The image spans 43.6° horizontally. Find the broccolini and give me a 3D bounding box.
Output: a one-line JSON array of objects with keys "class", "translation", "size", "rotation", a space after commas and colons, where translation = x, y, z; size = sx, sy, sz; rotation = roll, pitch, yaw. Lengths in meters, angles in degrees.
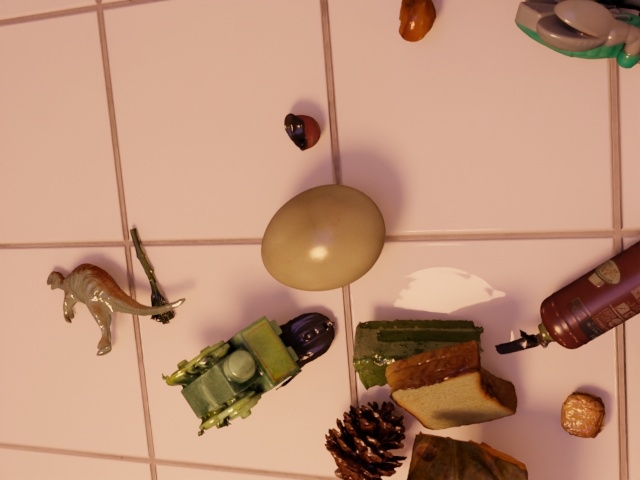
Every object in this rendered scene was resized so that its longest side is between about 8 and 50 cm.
[{"class": "broccolini", "translation": [-0.362, 0.075, 1.713], "size": [0.042, 0.044, 0.218], "rotation": [-18, 87, 39]}]

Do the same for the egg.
[{"class": "egg", "translation": [0.000, 0.000, 1.462], "size": [0.254, 0.188, 0.188], "rotation": [-25, 89, 30]}]

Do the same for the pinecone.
[{"class": "pinecone", "translation": [0.091, 0.383, 1.520], "size": [0.174, 0.173, 0.173], "rotation": [4, 101, 22]}]

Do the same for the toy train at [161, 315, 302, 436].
[{"class": "toy train", "translation": [-0.172, 0.262, 1.549], "size": [0.159, 0.188, 0.272], "rotation": [56, 144, 5]}]

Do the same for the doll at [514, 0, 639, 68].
[{"class": "doll", "translation": [0.444, -0.360, 1.255], "size": [0.258, 0.195, 0.153], "rotation": [3, 138, -4]}]

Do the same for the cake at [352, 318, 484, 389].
[{"class": "cake", "translation": [0.172, 0.189, 1.457], "size": [0.235, 0.100, 0.099], "rotation": [-17, 132, 23]}]

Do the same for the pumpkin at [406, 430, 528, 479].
[{"class": "pumpkin", "translation": [0.246, 0.480, 1.408], "size": [0.225, 0.303, 0.256], "rotation": [4, 74, 15]}]

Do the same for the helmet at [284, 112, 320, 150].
[{"class": "helmet", "translation": [-0.028, -0.210, 1.512], "size": [0.084, 0.049, 0.065], "rotation": [52, 150, 34]}]

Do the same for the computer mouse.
[{"class": "computer mouse", "translation": [-0.046, 0.203, 1.588], "size": [0.172, 0.057, 0.099], "rotation": [-33, 84, 26]}]

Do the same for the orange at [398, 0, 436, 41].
[{"class": "orange", "translation": [0.169, -0.389, 1.386], "size": [0.062, 0.086, 0.086], "rotation": [2, 101, -2]}]

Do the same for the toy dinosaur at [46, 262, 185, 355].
[{"class": "toy dinosaur", "translation": [-0.459, 0.144, 1.713], "size": [0.393, 0.092, 0.205], "rotation": [-10, 85, 36]}]

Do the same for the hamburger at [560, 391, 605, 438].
[{"class": "hamburger", "translation": [0.462, 0.307, 1.406], "size": [0.076, 0.044, 0.083], "rotation": [17, 103, 21]}]

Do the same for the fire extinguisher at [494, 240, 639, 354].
[{"class": "fire extinguisher", "translation": [0.448, 0.102, 1.326], "size": [0.344, 0.138, 0.102], "rotation": [-36, 61, 23]}]

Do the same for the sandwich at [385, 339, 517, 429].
[{"class": "sandwich", "translation": [0.231, 0.263, 1.411], "size": [0.186, 0.215, 0.065], "rotation": [-20, 51, 27]}]
